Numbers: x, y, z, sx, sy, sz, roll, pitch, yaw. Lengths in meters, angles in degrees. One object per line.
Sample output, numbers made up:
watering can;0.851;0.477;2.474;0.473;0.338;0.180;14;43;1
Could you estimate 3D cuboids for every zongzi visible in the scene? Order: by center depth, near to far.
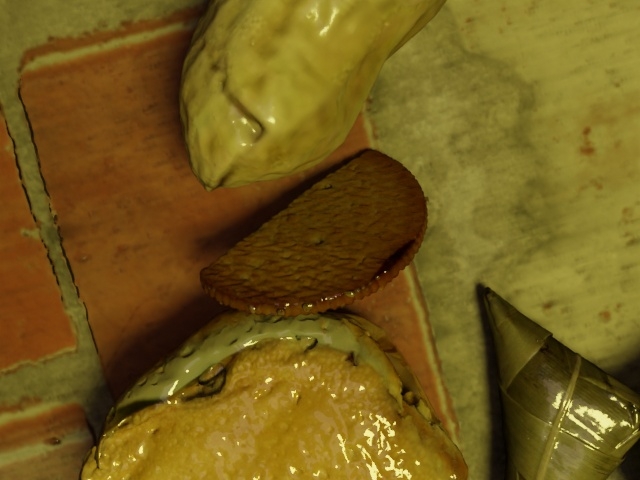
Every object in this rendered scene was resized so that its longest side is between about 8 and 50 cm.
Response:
zongzi;0.175;0.156;0.575;0.176;0.078;0.160;35;93;8

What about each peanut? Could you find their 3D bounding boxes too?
peanut;0.004;-0.186;0.509;0.174;0.158;0.340;40;98;36

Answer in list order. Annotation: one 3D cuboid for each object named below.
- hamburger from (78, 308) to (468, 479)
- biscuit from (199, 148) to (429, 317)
hamburger;-0.033;0.201;0.523;0.318;0.158;0.319;0;84;0
biscuit;0.013;0.001;0.518;0.206;0.025;0.126;-38;49;-27
